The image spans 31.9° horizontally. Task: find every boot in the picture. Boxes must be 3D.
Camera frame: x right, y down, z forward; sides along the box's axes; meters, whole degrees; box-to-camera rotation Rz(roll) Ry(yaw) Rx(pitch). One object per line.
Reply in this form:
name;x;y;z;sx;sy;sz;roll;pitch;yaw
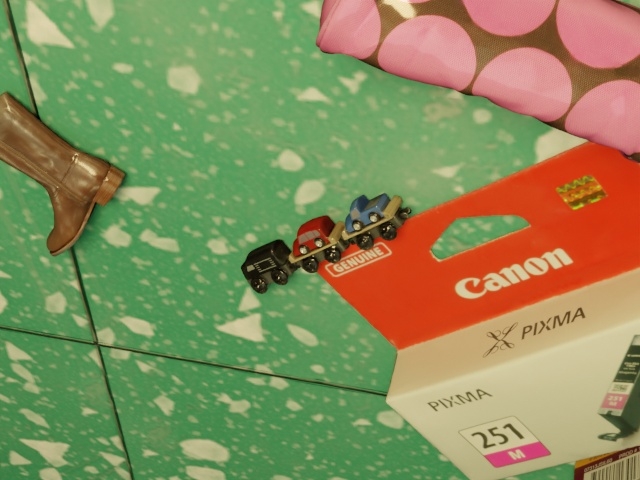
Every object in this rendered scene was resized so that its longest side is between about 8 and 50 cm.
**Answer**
boot;-0.218;-0.049;0.834;0.114;0.037;0.106;32;123;-20

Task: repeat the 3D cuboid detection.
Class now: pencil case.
pencil case;0.106;-0.113;0.622;0.209;0.098;0.095;21;93;-3

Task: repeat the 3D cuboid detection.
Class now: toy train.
toy train;0.000;0.000;0.821;0.158;0.027;0.036;-23;110;37

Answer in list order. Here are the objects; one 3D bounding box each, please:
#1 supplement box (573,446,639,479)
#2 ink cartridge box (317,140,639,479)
supplement box;0.310;0.246;0.932;0.188;0.081;0.104;36;134;-20
ink cartridge box;0.158;0.066;0.813;0.275;0.060;0.239;-24;125;36
